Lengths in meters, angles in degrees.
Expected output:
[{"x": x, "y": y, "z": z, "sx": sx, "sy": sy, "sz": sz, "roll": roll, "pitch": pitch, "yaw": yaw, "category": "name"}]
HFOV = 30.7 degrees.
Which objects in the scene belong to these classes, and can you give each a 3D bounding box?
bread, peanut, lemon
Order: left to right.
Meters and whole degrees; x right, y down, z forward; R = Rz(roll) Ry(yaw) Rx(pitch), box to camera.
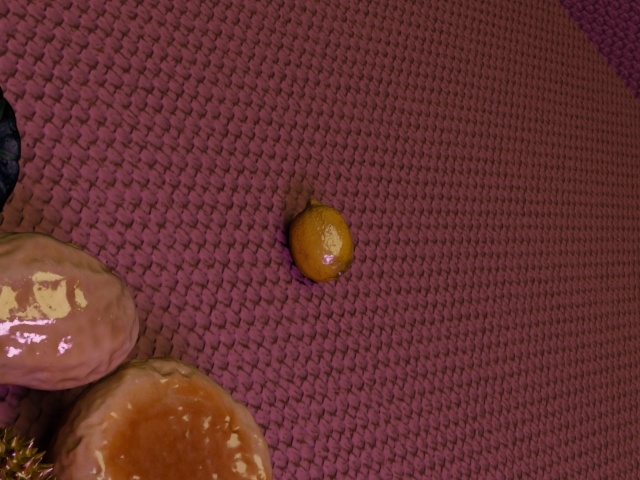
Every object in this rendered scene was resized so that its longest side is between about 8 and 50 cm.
[{"x": -0.300, "y": 0.064, "z": 1.010, "sx": 0.313, "sy": 0.149, "sz": 0.149, "roll": 0, "pitch": 69, "yaw": -37, "category": "peanut"}, {"x": -0.161, "y": 0.234, "z": 1.107, "sx": 0.244, "sy": 0.134, "sz": 0.244, "roll": 26, "pitch": 53, "yaw": -40, "category": "bread"}, {"x": 0.000, "y": 0.000, "z": 1.503, "sx": 0.082, "sy": 0.082, "sz": 0.111, "roll": 0, "pitch": 69, "yaw": -52, "category": "lemon"}]

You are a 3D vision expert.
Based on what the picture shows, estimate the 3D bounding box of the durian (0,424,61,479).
[{"x": -0.287, "y": 0.235, "z": 0.932, "sx": 0.237, "sy": 0.193, "sz": 0.138, "roll": 63, "pitch": 3, "yaw": 25, "category": "durian"}]

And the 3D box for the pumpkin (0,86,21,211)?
[{"x": -0.352, "y": -0.083, "z": 1.038, "sx": 0.194, "sy": 0.150, "sz": 0.194, "roll": 34, "pitch": 42, "yaw": -39, "category": "pumpkin"}]
